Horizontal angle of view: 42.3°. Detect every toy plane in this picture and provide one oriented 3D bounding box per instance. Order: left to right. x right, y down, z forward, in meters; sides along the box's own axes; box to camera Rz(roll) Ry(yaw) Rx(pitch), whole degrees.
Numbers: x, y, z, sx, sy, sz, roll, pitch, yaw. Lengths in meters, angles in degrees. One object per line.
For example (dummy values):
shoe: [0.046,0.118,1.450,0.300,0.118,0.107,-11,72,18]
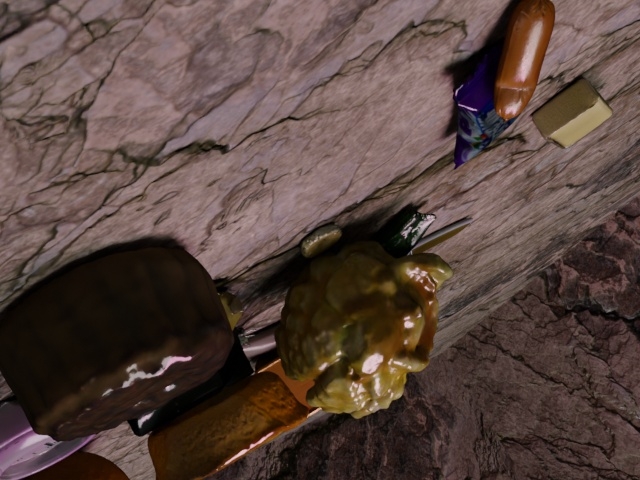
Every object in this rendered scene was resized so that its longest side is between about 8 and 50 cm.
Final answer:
toy plane: [-0.165,0.192,1.621,0.080,0.033,0.083,-38,156,20]

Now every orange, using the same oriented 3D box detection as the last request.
orange: [-0.498,0.563,1.681,0.274,0.274,0.274,-30,163,-10]

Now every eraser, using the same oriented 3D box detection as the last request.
eraser: [0.460,-0.227,1.507,0.117,0.058,0.172,-39,163,22]

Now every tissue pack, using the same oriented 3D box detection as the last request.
tissue pack: [-0.040,0.298,1.849,0.194,0.145,0.274,-29,180,-6]

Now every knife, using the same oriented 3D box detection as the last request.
knife: [0.200,0.029,1.829,0.343,0.027,0.061,-27,159,-19]

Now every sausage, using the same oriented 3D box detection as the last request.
sausage: [0.258,-0.236,1.058,0.062,0.054,0.183,-4,134,-7]

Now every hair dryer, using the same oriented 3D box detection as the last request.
hair dryer: [-0.273,0.272,1.570,0.244,0.116,0.302,-24,173,-26]

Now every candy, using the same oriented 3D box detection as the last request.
candy: [0.245,-0.196,1.196,0.145,0.070,0.275,-39,159,-5]

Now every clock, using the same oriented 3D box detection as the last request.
clock: [-0.457,0.315,1.345,0.227,0.090,0.248,-29,165,-9]

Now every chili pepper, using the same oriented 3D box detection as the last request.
chili pepper: [0.143,0.008,1.606,0.098,0.061,0.224,-10,155,-38]

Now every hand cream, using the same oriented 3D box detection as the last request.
hand cream: [-0.127,0.218,1.740,0.186,0.054,0.087,-18,160,-27]

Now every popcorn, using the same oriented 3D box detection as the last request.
popcorn: [0.070,0.141,1.479,0.279,0.336,0.274,17,150,-9]

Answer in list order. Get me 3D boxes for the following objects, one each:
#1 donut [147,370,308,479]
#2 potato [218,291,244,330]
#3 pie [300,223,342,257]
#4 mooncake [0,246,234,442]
donut: [-0.175,0.333,1.497,0.302,0.110,0.303,-25,179,0]
potato: [-0.219,0.162,1.332,0.225,0.090,0.117,-35,159,-17]
pie: [0.000,0.000,1.389,0.084,0.020,0.084,-30,161,-11]
mooncake: [-0.257,0.139,1.072,0.290,0.161,0.290,-28,164,-9]
